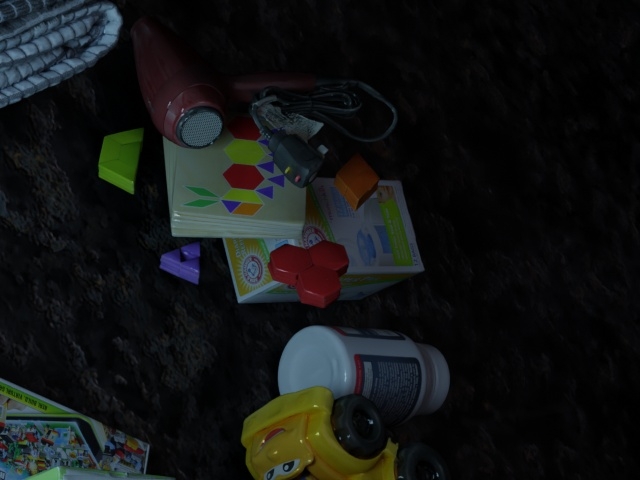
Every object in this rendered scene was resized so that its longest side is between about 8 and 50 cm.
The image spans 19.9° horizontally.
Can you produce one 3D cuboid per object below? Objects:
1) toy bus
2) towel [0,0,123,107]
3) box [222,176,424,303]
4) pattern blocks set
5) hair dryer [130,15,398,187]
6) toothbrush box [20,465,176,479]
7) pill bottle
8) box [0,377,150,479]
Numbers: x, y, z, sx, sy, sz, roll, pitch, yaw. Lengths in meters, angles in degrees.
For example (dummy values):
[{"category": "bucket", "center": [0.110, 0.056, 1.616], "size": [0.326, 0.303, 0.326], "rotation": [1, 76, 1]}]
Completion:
[{"category": "toy bus", "center": [0.014, 0.285, 1.820], "size": [0.220, 0.149, 0.211], "rotation": [41, 45, -24]}, {"category": "towel", "center": [-0.349, -0.188, 1.598], "size": [0.283, 0.235, 0.121], "rotation": [-32, 120, -47]}, {"category": "box", "center": [0.000, 0.000, 1.987], "size": [0.203, 0.103, 0.114], "rotation": [1, 70, -47]}, {"category": "pattern blocks set", "center": [-0.084, -0.066, 1.865], "size": [0.285, 0.026, 0.325], "rotation": [12, 43, 1]}, {"category": "hair dryer", "center": [-0.085, -0.147, 1.900], "size": [0.293, 0.080, 0.223], "rotation": [31, 30, 13]}, {"category": "toothbrush box", "center": [-0.237, 0.313, 1.436], "size": [0.122, 0.283, 0.206], "rotation": [14, 61, -44]}, {"category": "pill bottle", "center": [0.052, 0.149, 1.964], "size": [0.180, 0.108, 0.108], "rotation": [7, 66, -45]}, {"category": "box", "center": [-0.253, 0.206, 1.664], "size": [0.207, 0.036, 0.114], "rotation": [29, 52, -35]}]
